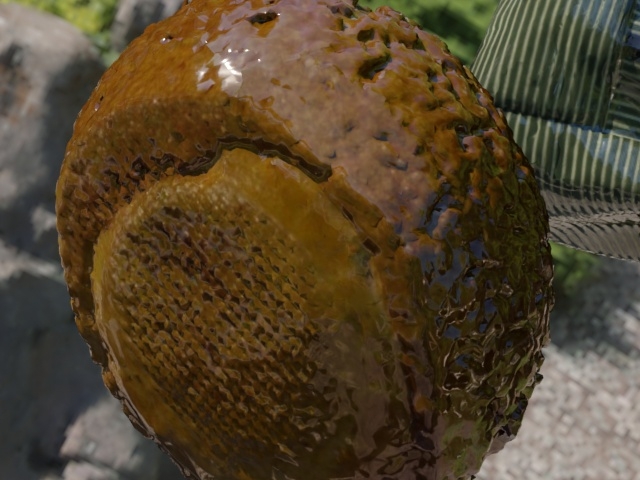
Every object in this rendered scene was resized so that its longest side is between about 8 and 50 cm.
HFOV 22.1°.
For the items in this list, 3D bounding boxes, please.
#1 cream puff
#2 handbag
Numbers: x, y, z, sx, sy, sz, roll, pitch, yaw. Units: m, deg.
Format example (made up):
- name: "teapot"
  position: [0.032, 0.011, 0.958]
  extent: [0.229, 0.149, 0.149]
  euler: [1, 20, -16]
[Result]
- name: "cream puff"
  position: [0.000, 0.000, 0.907]
  extent: [0.303, 0.303, 0.212]
  euler: [36, 42, 17]
- name: "handbag"
  position: [0.271, -0.094, 1.197]
  extent: [0.240, 0.247, 0.340]
  euler: [22, 0, 31]
